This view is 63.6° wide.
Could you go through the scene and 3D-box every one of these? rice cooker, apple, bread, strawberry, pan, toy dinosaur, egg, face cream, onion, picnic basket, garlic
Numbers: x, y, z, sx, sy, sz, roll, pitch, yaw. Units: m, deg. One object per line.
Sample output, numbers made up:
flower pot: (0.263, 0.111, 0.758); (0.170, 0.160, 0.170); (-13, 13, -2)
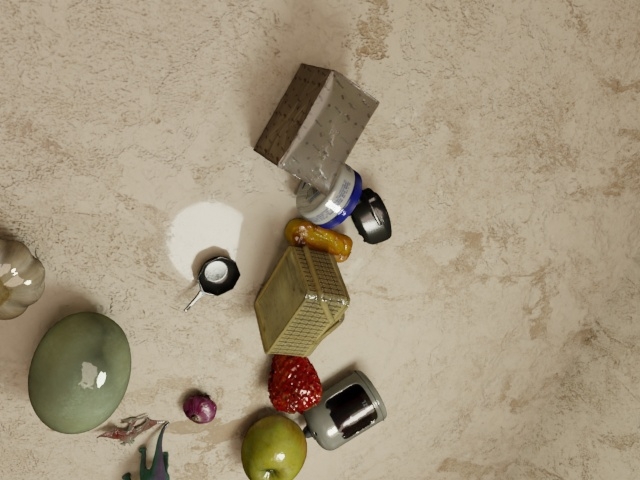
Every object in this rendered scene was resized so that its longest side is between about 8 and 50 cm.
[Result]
rice cooker: (0.165, -0.079, 1.719); (0.118, 0.142, 0.203); (-28, 120, 0)
apple: (-0.170, 0.772, 1.884); (0.260, 0.194, 0.261); (-1, 118, -1)
bread: (0.000, 0.000, 1.698); (0.245, 0.094, 0.102); (21, 96, -33)
strawberry: (-0.100, 0.471, 1.812); (0.205, 0.205, 0.245); (-11, 100, -23)
pan: (-0.351, 0.120, 1.592); (0.201, 0.048, 0.129); (-25, 121, -18)
toy dinosaur: (-0.621, 0.625, 1.696); (0.220, 0.032, 0.108); (-2, 110, -38)
toy dinosaur: (-0.533, 0.850, 1.664); (0.129, 0.331, 0.384); (18, 105, -35)
egg: (-0.657, 0.365, 1.419); (0.258, 0.258, 0.353); (5, 105, -29)
face cream: (0.020, -0.147, 1.569); (0.111, 0.206, 0.206); (29, 97, -29)
onion: (-0.406, 0.565, 1.749); (0.104, 0.115, 0.115); (-63, 141, -47)
picnic basket: (-0.056, 0.194, 1.624); (0.175, 0.228, 0.313); (12, 128, -30)
garlic: (-0.800, 0.091, 1.279); (0.227, 0.152, 0.228); (-13, 125, -18)

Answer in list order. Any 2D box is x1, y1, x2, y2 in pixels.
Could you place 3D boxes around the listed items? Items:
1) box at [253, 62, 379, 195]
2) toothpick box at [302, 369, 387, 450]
box: (-0.018, -0.316, 1.459); (0.190, 0.225, 0.297); (25, 99, -32)
toothpick box: (0.072, 0.665, 1.986); (0.316, 0.229, 0.229); (-29, 123, -11)
